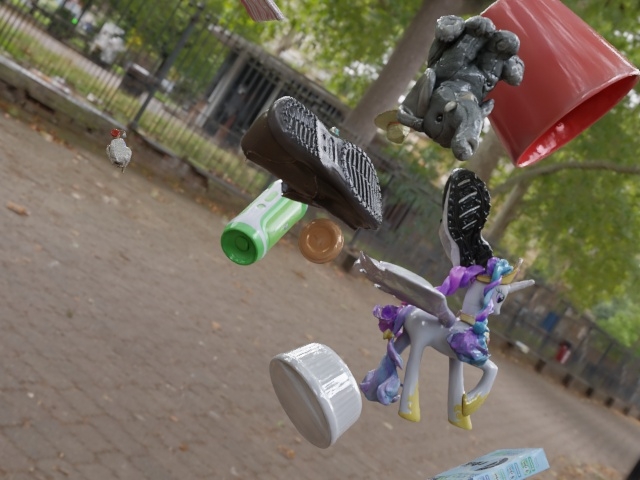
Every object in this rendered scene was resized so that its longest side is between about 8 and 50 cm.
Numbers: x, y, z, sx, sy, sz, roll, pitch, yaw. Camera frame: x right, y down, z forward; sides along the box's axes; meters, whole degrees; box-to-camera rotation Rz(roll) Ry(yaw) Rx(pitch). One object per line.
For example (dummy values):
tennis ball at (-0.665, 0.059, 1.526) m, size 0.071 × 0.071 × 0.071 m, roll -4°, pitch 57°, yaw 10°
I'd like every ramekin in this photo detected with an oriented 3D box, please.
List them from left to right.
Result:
ramekin at (-0.007, 0.388, 2.151) m, size 0.273 × 0.127 × 0.273 m, roll 43°, pitch -31°, yaw 35°

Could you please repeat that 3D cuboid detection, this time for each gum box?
gum box at (0.302, 0.434, 1.552) m, size 0.157 × 0.184 × 0.041 m, roll -37°, pitch -110°, yaw 66°

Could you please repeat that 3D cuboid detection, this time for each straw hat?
straw hat at (0.213, -0.298, 2.296) m, size 0.145 × 0.061 × 0.144 m, roll 8°, pitch -19°, yaw 3°

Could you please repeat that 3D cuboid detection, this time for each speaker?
speaker at (-0.141, -0.053, 2.180) m, size 0.131 × 0.131 × 0.296 m, roll 32°, pitch 39°, yaw 7°

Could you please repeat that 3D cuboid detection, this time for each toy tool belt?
toy tool belt at (-0.421, -0.185, 1.741) m, size 0.051 × 0.052 × 0.083 m, roll 110°, pitch -36°, yaw -54°

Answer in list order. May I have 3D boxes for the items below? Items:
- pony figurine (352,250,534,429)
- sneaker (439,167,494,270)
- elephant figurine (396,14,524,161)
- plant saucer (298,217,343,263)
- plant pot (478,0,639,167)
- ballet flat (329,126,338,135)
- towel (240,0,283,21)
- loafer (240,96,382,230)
pony figurine at (0.213, 0.167, 1.660) m, size 0.351 × 0.363 × 0.303 m, roll 17°, pitch 4°, yaw 1°
sneaker at (0.272, -0.036, 1.656) m, size 0.108 × 0.100 × 0.271 m, roll 52°, pitch -17°, yaw 43°
elephant figurine at (0.199, -0.210, 1.275) m, size 0.169 × 0.239 × 0.186 m, roll 17°, pitch -15°, yaw 24°
plant saucer at (0.000, 0.000, 1.500) m, size 0.083 × 0.083 × 0.013 m, roll 33°, pitch -5°, yaw 22°
plant pot at (0.390, -0.306, 1.505) m, size 0.243 × 0.275 × 0.275 m, roll 57°, pitch 8°, yaw 12°
ballet flat at (0.011, -0.212, 2.277) m, size 0.086 × 0.086 × 0.248 m, roll 33°, pitch -29°, yaw 26°
towel at (-0.160, -0.552, 1.892) m, size 0.144 × 0.029 × 0.197 m, roll 48°, pitch -6°, yaw -24°
loafer at (-0.010, -0.126, 1.505) m, size 0.130 × 0.133 × 0.366 m, roll -18°, pitch -39°, yaw 29°
